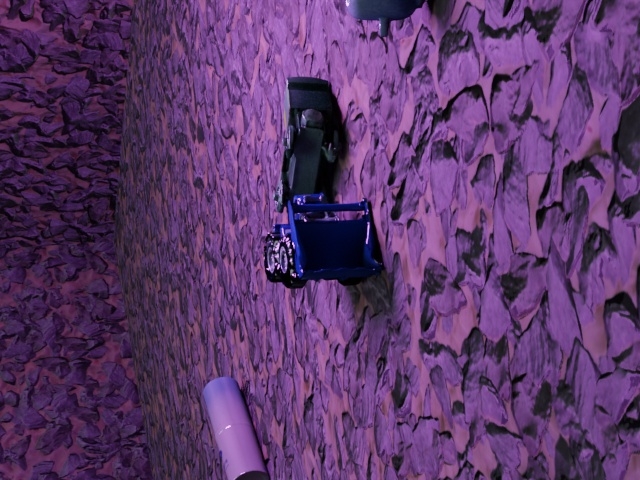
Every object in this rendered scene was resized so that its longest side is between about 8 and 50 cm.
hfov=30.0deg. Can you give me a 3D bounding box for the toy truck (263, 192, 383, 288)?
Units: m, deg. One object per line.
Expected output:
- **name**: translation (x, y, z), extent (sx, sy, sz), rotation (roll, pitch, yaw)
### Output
- **toy truck**: translation (0.000, 0.000, 1.604), extent (0.208, 0.113, 0.126), rotation (-169, 77, -72)

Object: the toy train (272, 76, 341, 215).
- **toy train**: translation (-0.023, -0.124, 1.722), extent (0.200, 0.083, 0.132), rotation (104, 167, -45)

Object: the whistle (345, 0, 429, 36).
- **whistle**: translation (0.071, -0.361, 1.326), extent (0.180, 0.093, 0.269), rotation (-5, -87, -82)

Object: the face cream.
- **face cream**: translation (-0.163, 0.371, 2.277), extent (0.250, 0.077, 0.077), rotation (-114, 26, -49)
